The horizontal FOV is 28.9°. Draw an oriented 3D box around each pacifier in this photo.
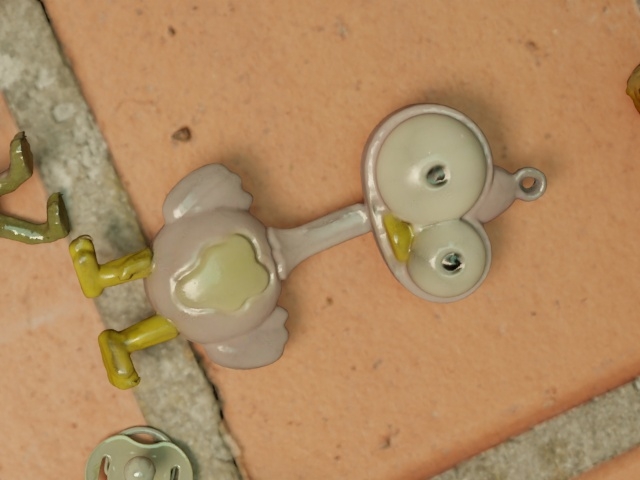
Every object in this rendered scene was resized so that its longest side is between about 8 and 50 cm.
[{"bbox_3d":[-0.137,0.173,0.946,0.083,0.064,0.068,11,72,-8],"label":"pacifier"}]

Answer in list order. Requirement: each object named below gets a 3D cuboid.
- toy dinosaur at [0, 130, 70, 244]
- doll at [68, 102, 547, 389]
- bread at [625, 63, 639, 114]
[{"bbox_3d":[-0.295,-0.008,0.931,0.199,0.072,0.251,-7,104,3],"label":"toy dinosaur"},{"bbox_3d":[0.000,0.000,0.947,0.365,0.094,0.160,-17,96,-6],"label":"doll"},{"bbox_3d":[0.415,-0.109,0.914,0.279,0.279,0.207,37,84,-10],"label":"bread"}]
